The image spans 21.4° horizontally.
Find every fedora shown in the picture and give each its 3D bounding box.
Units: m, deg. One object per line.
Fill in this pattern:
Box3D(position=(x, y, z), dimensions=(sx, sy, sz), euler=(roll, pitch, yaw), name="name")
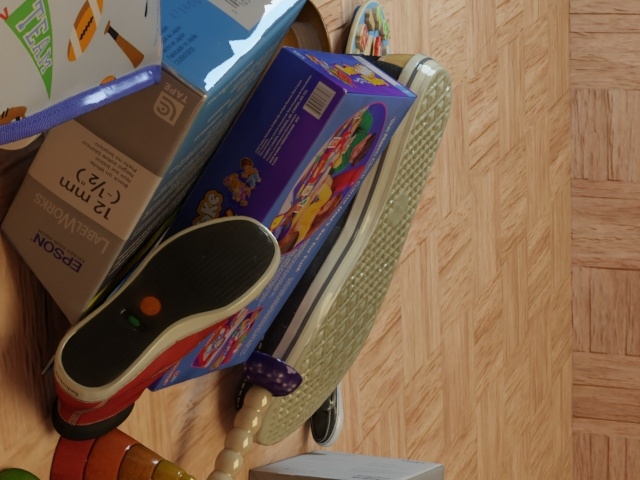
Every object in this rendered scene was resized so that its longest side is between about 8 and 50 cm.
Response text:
Box3D(position=(-0.058, -0.178, 1.864), dimensions=(0.079, 0.194, 0.194), euler=(1, 94, -31), name="fedora")

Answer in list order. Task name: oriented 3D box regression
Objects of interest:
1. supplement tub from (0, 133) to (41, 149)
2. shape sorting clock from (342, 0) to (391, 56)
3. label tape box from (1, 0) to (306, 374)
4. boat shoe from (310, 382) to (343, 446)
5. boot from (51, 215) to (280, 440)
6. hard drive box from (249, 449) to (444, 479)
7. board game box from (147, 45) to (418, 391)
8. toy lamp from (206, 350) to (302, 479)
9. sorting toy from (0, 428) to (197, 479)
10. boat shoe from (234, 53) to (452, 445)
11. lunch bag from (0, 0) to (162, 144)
Box3D(position=(-0.243, -0.130, 1.424), dimensions=(0.107, 0.071, 0.071), euler=(-57, 145, -54), name="supplement tub")
Box3D(position=(0.066, -0.223, 2.297), dimensions=(0.206, 0.040, 0.206), euler=(4, 90, -70), name="shape sorting clock")
Box3D(position=(-0.169, -0.079, 1.521), dimensions=(0.347, 0.115, 0.249), euler=(-54, 180, 34), name="label tape box")
Box3D(position=(0.002, 0.195, 2.195), dimensions=(0.040, 0.049, 0.142), euler=(14, 78, -51), name="boat shoe")
Box3D(position=(-0.146, 0.084, 1.559), dimensions=(0.244, 0.088, 0.176), euler=(-37, 167, -23), name="boot")
Box3D(position=(0.035, 0.322, 2.103), dimensions=(0.232, 0.181, 0.089), euler=(1, 92, -69), name="hard drive box")
Box3D(position=(-0.058, -0.023, 1.690), dimensions=(0.347, 0.078, 0.233), euler=(-57, 165, 14), name="board game box")
Box3D(position=(-0.104, 0.255, 1.811), dimensions=(0.274, 0.080, 0.080), euler=(-63, 153, -19), name="toy lamp")
Box3D(position=(-0.215, 0.260, 1.490), dimensions=(0.365, 0.126, 0.127), euler=(-37, 128, -65), name="sorting toy")
Box3D(position=(0.000, 0.000, 2.006), dimensions=(0.500, 0.156, 0.187), euler=(-69, 160, -8), name="boat shoe")
Box3D(position=(-0.261, -0.235, 1.127), dimensions=(0.385, 0.239, 0.327), euler=(-50, 141, -69), name="lunch bag")
